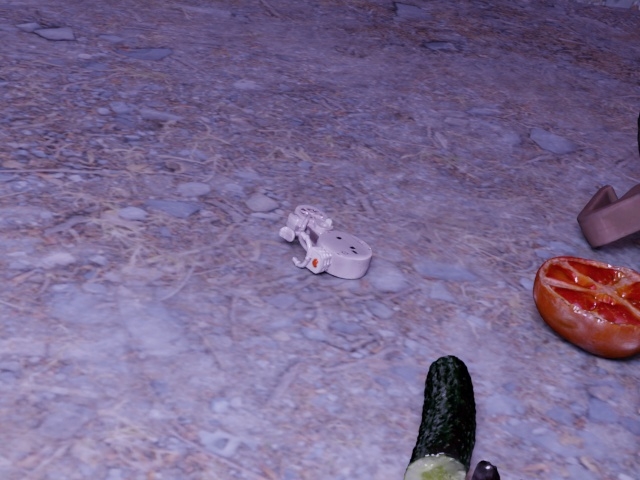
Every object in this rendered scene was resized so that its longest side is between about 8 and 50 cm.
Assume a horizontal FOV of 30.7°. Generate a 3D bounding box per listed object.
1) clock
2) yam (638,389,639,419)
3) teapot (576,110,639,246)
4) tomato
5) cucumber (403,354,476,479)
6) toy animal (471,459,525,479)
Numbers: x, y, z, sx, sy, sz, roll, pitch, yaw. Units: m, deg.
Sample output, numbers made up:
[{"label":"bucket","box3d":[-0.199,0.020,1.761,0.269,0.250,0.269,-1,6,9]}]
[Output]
[{"label":"clock","box3d":[0.000,0.000,1.347,0.087,0.041,0.129,-3,33,-37]},{"label":"yam","box3d":[0.466,0.161,1.000,0.348,0.241,0.241,27,28,36]},{"label":"teapot","box3d":[0.523,-0.108,1.516,0.376,0.305,0.362,-25,3,24]},{"label":"tomato","box3d":[0.298,0.080,1.276,0.155,0.069,0.155,13,26,-6]},{"label":"cucumber","box3d":[0.112,0.160,1.049,0.058,0.052,0.215,-13,18,15]},{"label":"toy animal","box3d":[0.197,0.234,0.831,0.210,0.121,0.117,7,56,17]}]
